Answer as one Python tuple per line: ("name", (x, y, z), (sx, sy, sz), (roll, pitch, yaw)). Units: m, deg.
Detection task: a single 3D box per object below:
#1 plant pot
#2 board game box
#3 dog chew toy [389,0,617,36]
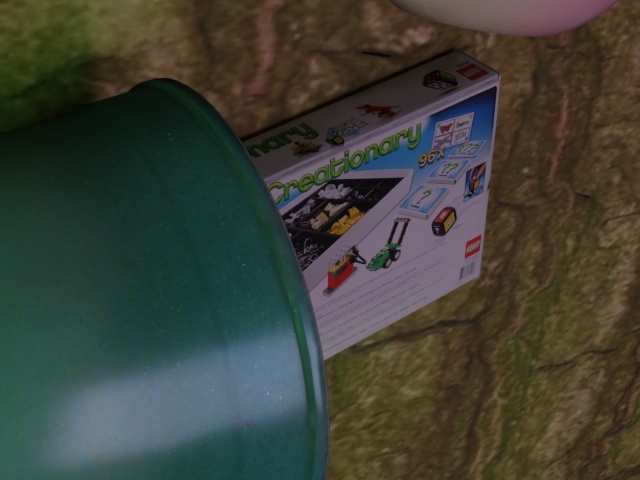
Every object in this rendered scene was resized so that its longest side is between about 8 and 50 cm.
("plant pot", (-0.171, 0.071, 0.813), (0.255, 0.271, 0.271), (-17, 130, -26))
("board game box", (0.000, 0.000, 1.087), (0.305, 0.053, 0.193), (-25, 135, -31))
("dog chew toy", (0.123, -0.294, 0.884), (0.207, 0.206, 0.332), (-8, 116, -42))
